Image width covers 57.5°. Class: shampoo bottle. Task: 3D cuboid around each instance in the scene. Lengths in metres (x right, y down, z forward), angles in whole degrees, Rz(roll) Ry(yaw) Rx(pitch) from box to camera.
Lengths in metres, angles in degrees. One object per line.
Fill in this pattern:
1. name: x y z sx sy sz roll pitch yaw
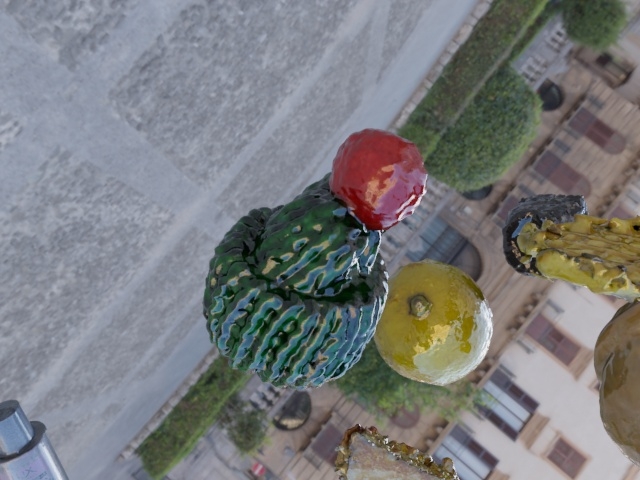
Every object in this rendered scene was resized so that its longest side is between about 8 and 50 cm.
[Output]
1. shampoo bottle: -0.350 0.296 0.720 0.071 0.214 0.072 -13 -160 5

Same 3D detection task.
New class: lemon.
1. lemon: 0.228 0.169 1.197 0.261 0.260 0.284 -51 176 2

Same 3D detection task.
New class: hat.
1. hat: 0.000 0.000 0.742 0.332 0.242 0.274 -59 -160 27

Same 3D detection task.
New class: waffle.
1. waffle: 0.402 0.024 0.733 0.262 0.280 0.060 -94 -172 -69

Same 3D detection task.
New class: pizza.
1. pizza: 0.072 0.289 0.743 0.188 0.199 0.062 -21 -146 3

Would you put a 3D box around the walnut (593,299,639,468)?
1. walnut: 0.608 0.204 0.868 0.381 0.381 0.381 -49 173 -8

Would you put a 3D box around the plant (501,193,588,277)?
1. plant: 0.528 -0.018 1.347 0.204 0.178 0.234 1 -165 38
